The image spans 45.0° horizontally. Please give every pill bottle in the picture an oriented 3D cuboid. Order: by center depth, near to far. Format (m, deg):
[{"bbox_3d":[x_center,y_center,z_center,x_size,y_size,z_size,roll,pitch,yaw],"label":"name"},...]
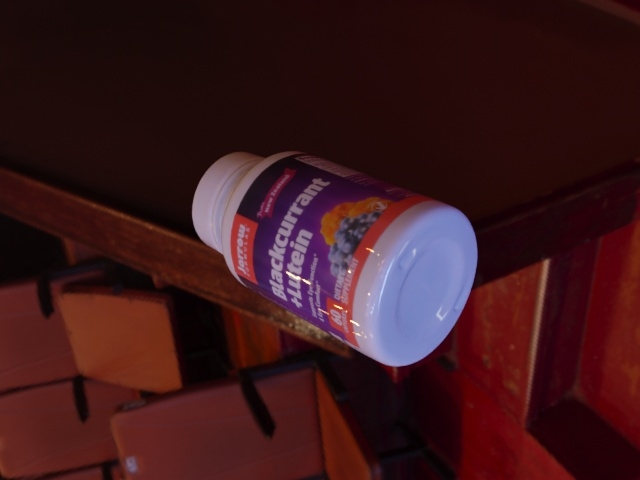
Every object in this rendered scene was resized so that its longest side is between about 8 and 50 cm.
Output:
[{"bbox_3d":[0.000,0.000,0.534,0.193,0.108,0.108,24,133,40],"label":"pill bottle"}]
